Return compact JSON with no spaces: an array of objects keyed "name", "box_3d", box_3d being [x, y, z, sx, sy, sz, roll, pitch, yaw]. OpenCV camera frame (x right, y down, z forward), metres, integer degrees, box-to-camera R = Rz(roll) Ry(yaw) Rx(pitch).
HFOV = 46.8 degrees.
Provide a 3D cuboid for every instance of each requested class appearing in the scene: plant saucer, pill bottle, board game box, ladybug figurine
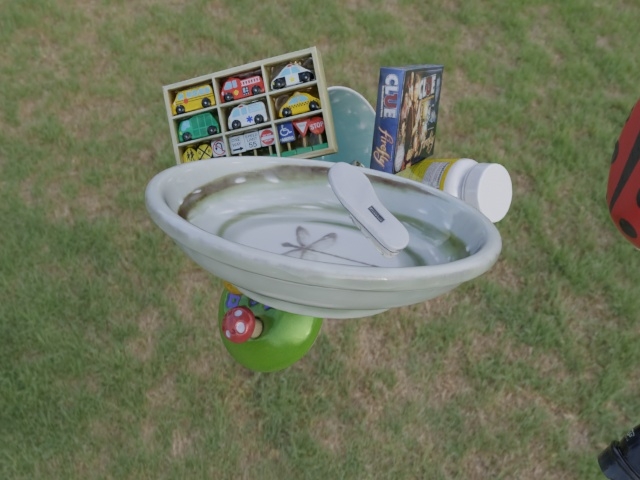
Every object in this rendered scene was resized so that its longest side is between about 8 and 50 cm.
[{"name":"plant saucer","box_3d":[0.000,0.000,0.851,0.400,0.101,0.400,7,20,-3]},{"name":"pill bottle","box_3d":[0.221,-0.085,1.303,0.208,0.119,0.119,6,37,47]},{"name":"board game box","box_3d":[0.149,-0.210,1.240,0.042,0.165,0.243,11,19,21]},{"name":"ladybug figurine","box_3d":[0.651,-0.151,1.350,0.161,0.449,0.305,2,38,-7]}]

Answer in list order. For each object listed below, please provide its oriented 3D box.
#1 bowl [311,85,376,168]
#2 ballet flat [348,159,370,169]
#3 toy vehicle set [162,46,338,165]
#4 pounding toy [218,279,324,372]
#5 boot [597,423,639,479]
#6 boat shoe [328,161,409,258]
[{"name":"bowl","box_3d":[-0.010,-0.173,1.613,0.163,0.312,0.311,6,39,43]},{"name":"ballet flat","box_3d":[0.138,-0.093,1.534,0.213,0.068,0.072,32,28,-14]},{"name":"toy vehicle set","box_3d":[-0.114,-0.195,1.191,0.266,0.035,0.166,-11,91,14]},{"name":"pounding toy","box_3d":[-0.079,0.070,1.044,0.237,0.110,0.183,-50,55,10]},{"name":"boot","box_3d":[0.429,0.229,0.710,0.246,0.207,0.094,44,21,10]},{"name":"boat shoe","box_3d":[0.039,-0.025,0.670,0.035,0.035,0.100,-35,79,-31]}]
